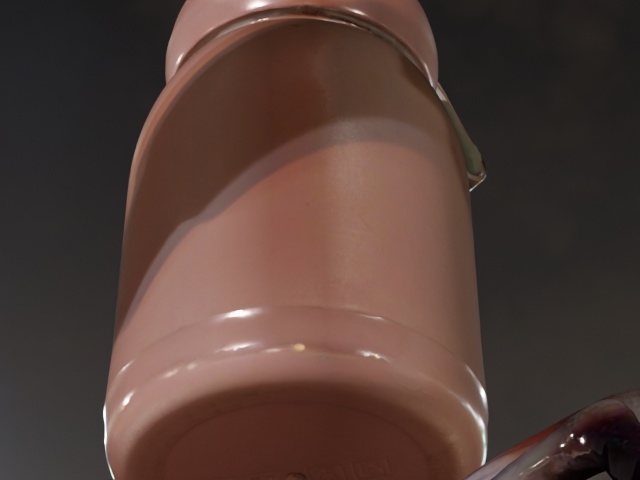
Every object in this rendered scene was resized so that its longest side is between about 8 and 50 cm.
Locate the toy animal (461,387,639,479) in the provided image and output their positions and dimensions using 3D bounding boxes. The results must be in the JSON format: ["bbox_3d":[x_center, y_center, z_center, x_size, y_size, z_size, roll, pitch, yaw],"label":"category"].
[{"bbox_3d":[0.024,0.140,0.561,0.324,0.090,0.195,-49,-3,18],"label":"toy animal"}]

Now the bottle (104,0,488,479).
[{"bbox_3d":[0.000,0.000,0.969,0.206,0.297,0.173,30,-50,-32],"label":"bottle"}]
